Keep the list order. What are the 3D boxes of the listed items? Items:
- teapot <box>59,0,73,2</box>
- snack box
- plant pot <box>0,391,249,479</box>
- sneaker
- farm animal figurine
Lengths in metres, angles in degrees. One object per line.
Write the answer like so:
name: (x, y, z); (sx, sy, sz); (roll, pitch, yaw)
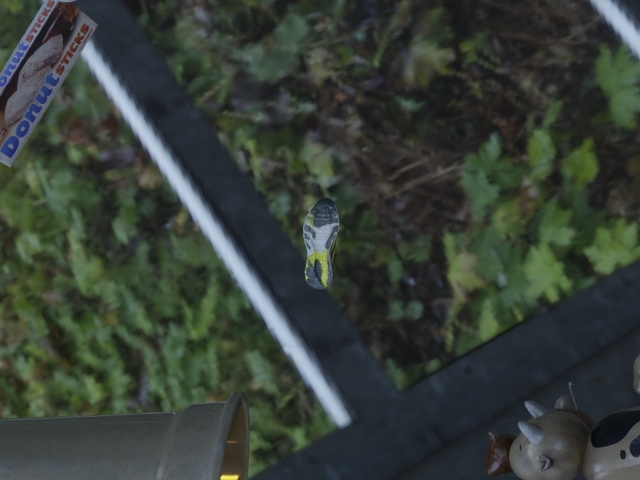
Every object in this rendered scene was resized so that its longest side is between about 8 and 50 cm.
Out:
teapot: (-0.322, -0.352, 1.146); (0.187, 0.252, 0.256); (169, 99, -66)
snack box: (-0.300, -0.167, 1.368); (0.022, 0.178, 0.064); (26, 173, 34)
plant pot: (-0.250, 0.316, 1.431); (0.305, 0.334, 0.334); (6, 122, 3)
sneaker: (0.000, 0.000, 1.172); (0.031, 0.035, 0.083); (9, 108, 3)
farm animal figurine: (0.254, 0.217, 1.157); (0.326, 0.330, 0.172); (-31, 116, 22)
